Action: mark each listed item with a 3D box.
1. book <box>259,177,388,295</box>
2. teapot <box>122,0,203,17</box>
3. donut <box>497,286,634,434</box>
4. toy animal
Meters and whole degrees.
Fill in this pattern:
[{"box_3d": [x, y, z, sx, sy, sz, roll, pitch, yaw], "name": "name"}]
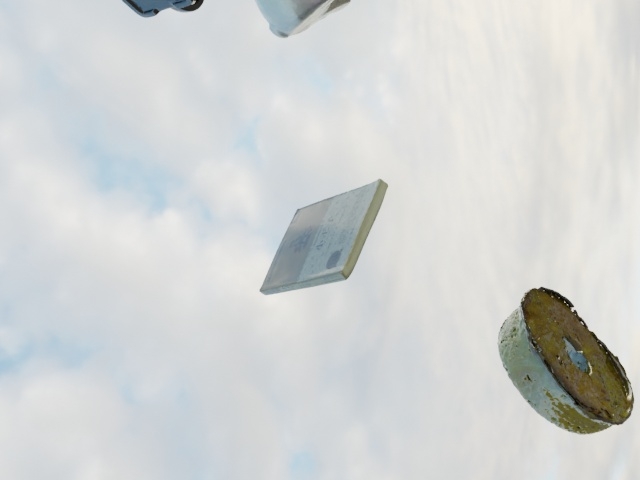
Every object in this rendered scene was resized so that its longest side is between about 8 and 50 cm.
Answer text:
[{"box_3d": [0.000, 0.000, 1.001, 0.016, 0.198, 0.139, 35, -116, -24], "name": "book"}, {"box_3d": [-0.179, -0.308, 0.803, 0.177, 0.087, 0.096, 40, -121, -42], "name": "teapot"}, {"box_3d": [0.417, 0.221, 1.376, 0.272, 0.107, 0.272, 27, -142, -23], "name": "donut"}, {"box_3d": [-0.051, -0.425, 1.065, 0.140, 0.138, 0.283, -62, -46, -79], "name": "toy animal"}]
